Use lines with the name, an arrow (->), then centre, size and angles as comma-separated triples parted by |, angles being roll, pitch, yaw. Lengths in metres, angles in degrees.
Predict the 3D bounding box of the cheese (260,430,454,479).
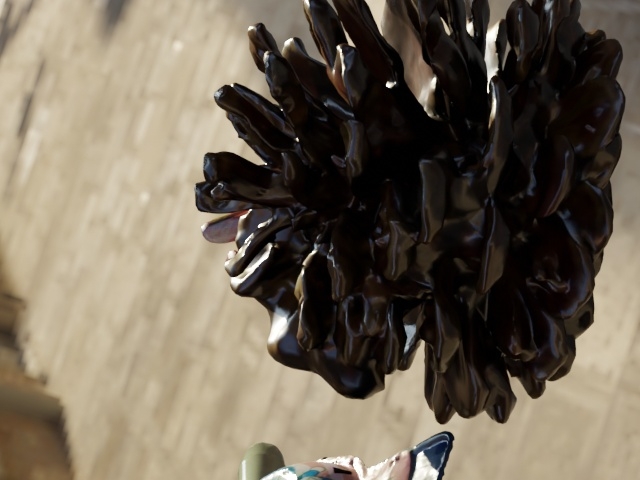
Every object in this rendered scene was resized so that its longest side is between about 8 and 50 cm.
cheese -> -0.002, 0.232, 1.572 | 0.286, 0.074, 0.189 | -30, 25, 39

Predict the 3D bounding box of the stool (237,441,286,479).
stool -> -0.039, 0.323, 1.885 | 0.195, 0.195, 0.199 | -59, 5, 10

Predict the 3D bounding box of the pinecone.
pinecone -> 0.078, -0.055, 1.612 | 0.398, 0.397, 0.398 | -161, 90, -75

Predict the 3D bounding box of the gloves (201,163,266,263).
gloves -> 0.007, -0.002, 1.870 | 0.126, 0.241, 0.145 | -17, 51, 53
